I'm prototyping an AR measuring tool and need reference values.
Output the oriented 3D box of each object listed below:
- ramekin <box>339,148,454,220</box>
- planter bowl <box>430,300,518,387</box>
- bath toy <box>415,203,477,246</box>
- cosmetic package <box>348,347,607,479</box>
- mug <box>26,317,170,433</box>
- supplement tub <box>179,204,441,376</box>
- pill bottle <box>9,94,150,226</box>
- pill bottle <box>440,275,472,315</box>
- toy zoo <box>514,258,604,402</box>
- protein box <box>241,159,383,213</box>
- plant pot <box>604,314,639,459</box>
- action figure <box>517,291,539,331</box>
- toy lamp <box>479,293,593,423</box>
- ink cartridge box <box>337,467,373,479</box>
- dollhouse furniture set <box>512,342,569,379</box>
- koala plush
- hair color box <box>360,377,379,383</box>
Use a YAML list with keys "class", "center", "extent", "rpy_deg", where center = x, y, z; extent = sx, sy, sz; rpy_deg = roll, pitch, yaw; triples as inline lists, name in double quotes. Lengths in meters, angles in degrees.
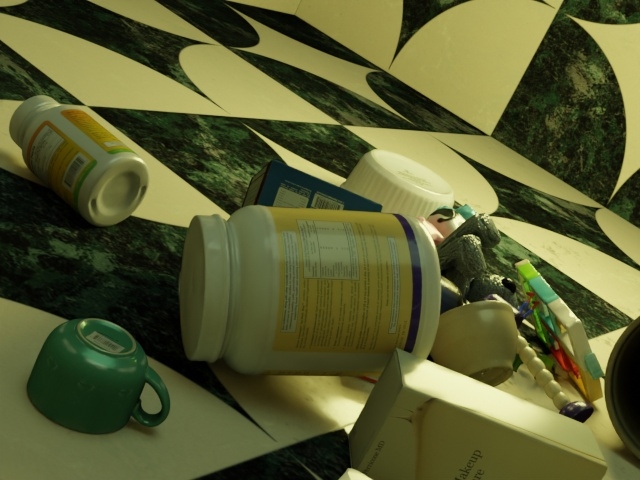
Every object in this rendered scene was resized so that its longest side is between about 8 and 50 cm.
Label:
- class: "ramekin"
  center: [0.183, -0.105, 2.514]
  extent: [0.273, 0.127, 0.273]
  rpy_deg: [23, 19, -9]
- class: "planter bowl"
  center: [0.266, 0.189, 1.854]
  extent: [0.162, 0.162, 0.109]
  rpy_deg: [11, 51, -38]
- class: "bath toy"
  center: [0.185, -0.007, 2.251]
  extent: [0.129, 0.151, 0.348]
  rpy_deg: [47, 33, 23]
- class: "cosmetic package"
  center: [0.210, 0.286, 1.494]
  extent: [0.309, 0.160, 0.113]
  rpy_deg: [21, 20, -11]
- class: "mug"
  center: [-0.262, 0.155, 1.315]
  extent: [0.158, 0.097, 0.129]
  rpy_deg: [11, 25, -37]
- class: "supplement tub"
  center: [-0.020, 0.073, 1.558]
  extent: [0.331, 0.241, 0.241]
  rpy_deg: [3, 26, -17]
- class: "pill bottle"
  center: [-0.410, -0.141, 1.829]
  extent: [0.246, 0.136, 0.136]
  rpy_deg: [38, 22, 29]
- class: "pill bottle"
  center: [0.173, 0.108, 1.932]
  extent: [0.219, 0.123, 0.123]
  rpy_deg: [30, 15, -33]
- class: "toy zoo"
  center: [0.464, 0.182, 2.097]
  extent: [0.293, 0.030, 0.192]
  rpy_deg: [-118, -176, -59]
- class: "protein box"
  center: [-0.036, 0.010, 1.763]
  extent: [0.200, 0.201, 0.136]
  rpy_deg: [22, -16, -13]
- class: "plant pot"
  center: [0.686, 0.263, 2.002]
  extent: [0.323, 0.323, 0.280]
  rpy_deg: [32, 4, 15]
- class: "action figure"
  center: [0.371, 0.147, 2.056]
  extent: [0.030, 0.115, 0.038]
  rpy_deg: [1, -49, 46]
- class: "toy lamp"
  center: [0.370, 0.209, 1.931]
  extent: [0.080, 0.080, 0.274]
  rpy_deg: [5, 41, -47]
- class: "ink cartridge box"
  center: [0.120, 0.406, 1.126]
  extent: [0.353, 0.119, 0.207]
  rpy_deg: [33, 21, 14]
- class: "dollhouse furniture set"
  center: [0.403, 0.238, 2.073]
  extent: [0.076, 0.058, 0.152]
  rpy_deg: [34, 0, 42]
- class: "koala plush"
  center: [0.299, 0.100, 2.120]
  extent: [0.221, 0.203, 0.196]
  rpy_deg: [47, 29, -3]
- class: "hair color box"
  center: [0.079, 0.177, 1.779]
  extent: [0.072, 0.043, 0.141]
  rpy_deg: [21, 21, -16]
